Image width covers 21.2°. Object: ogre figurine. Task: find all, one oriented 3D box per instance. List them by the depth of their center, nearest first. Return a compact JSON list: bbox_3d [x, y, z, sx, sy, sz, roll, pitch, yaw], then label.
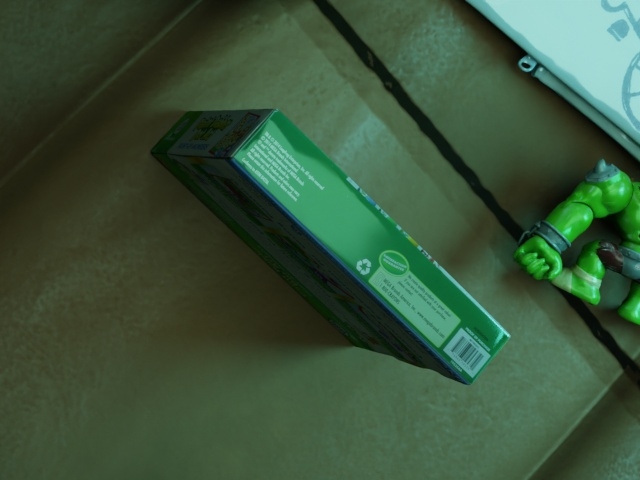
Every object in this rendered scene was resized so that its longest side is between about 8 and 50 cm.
[{"bbox_3d":[0.272,0.007,1.494,0.197,0.097,0.118,26,97,-7],"label":"ogre figurine"}]

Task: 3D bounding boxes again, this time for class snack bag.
[{"bbox_3d":[0.285,-0.264,1.479,0.342,0.037,0.323,38,92,-9],"label":"snack bag"}]

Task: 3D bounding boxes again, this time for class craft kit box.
[{"bbox_3d":[0.000,0.000,1.321,0.250,0.247,0.061,44,77,-17],"label":"craft kit box"}]
